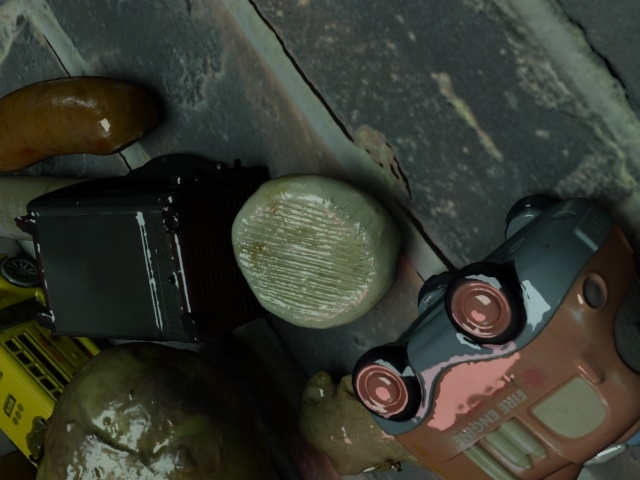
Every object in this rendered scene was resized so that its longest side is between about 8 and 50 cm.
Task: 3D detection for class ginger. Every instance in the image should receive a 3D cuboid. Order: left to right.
[{"bbox_3d":[0.075,0.196,1.109,0.213,0.074,0.138,0,120,39],"label":"ginger"}]

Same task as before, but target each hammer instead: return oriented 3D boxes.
[{"bbox_3d":[-0.047,0.255,1.179,0.427,0.044,0.152,52,148,28],"label":"hammer"}]

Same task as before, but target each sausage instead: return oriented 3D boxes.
[{"bbox_3d":[-0.311,-0.145,1.267,0.270,0.109,0.109,-2,102,36],"label":"sausage"}]

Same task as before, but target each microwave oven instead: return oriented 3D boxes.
[{"bbox_3d":[-0.188,0.008,1.176,0.247,0.178,0.188,0,105,34],"label":"microwave oven"}]

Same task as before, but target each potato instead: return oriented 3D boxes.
[{"bbox_3d":[-0.155,0.248,1.102,0.288,0.301,0.237,35,124,-23],"label":"potato"}]

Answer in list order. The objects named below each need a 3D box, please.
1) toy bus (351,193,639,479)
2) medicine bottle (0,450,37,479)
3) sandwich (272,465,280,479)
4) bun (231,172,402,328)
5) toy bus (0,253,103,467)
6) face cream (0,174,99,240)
[{"bbox_3d":[0.185,0.113,0.943,0.232,0.194,0.287,50,125,3],"label":"toy bus"},{"bbox_3d":[-0.442,0.513,1.468,0.224,0.224,0.385,-29,85,37],"label":"medicine bottle"},{"bbox_3d":[-0.110,0.269,1.269,0.193,0.058,0.163,11,109,34],"label":"sandwich"},{"bbox_3d":[0.000,0.000,1.088,0.183,0.102,0.183,10,120,17],"label":"bun"},{"bbox_3d":[-0.378,0.171,1.371,0.330,0.152,0.144,41,124,18],"label":"toy bus"},{"bbox_3d":[-0.414,-0.044,1.372,0.341,0.084,0.137,3,145,34],"label":"face cream"}]
